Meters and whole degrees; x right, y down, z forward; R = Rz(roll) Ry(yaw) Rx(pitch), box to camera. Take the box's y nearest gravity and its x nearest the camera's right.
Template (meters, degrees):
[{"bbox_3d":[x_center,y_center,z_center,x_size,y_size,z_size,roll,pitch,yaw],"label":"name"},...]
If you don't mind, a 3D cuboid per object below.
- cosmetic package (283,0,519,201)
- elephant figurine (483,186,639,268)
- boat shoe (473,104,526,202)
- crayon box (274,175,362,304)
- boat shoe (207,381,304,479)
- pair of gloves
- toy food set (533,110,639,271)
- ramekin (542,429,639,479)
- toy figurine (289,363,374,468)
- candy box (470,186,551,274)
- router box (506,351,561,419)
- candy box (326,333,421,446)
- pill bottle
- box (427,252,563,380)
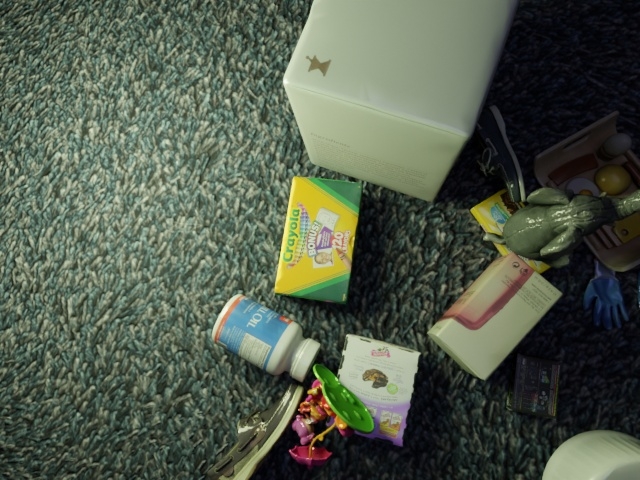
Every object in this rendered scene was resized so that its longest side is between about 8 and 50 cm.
[{"bbox_3d":[0.157,-0.320,0.883,0.327,0.394,0.330,20,83,9],"label":"cosmetic package"},{"bbox_3d":[0.481,-0.044,0.848,0.169,0.239,0.186,40,81,9],"label":"elephant figurine"},{"bbox_3d":[0.400,-0.194,0.982,0.079,0.095,0.255,-17,71,16],"label":"boat shoe"},{"bbox_3d":[0.000,0.000,1.000,0.165,0.081,0.279,7,81,7],"label":"crayon box"},{"bbox_3d":[-0.142,0.422,0.930,0.092,0.103,0.285,35,91,6],"label":"boat shoe"},{"bbox_3d":[0.680,0.122,0.935,0.198,0.023,0.160,8,81,8],"label":"pair of gloves"},{"bbox_3d":[0.650,-0.111,0.938,0.219,0.092,0.306,-29,74,-1],"label":"toy food set"},{"bbox_3d":[0.588,0.522,0.814,0.276,0.135,0.278,-1,79,6],"label":"ramekin"},{"bbox_3d":[-0.006,0.368,0.861,0.159,0.130,0.173,-50,54,8],"label":"toy figurine"},{"bbox_3d":[0.447,-0.015,0.982,0.105,0.027,0.206,-32,78,0],"label":"candy box"},{"bbox_3d":[0.455,0.308,0.916,0.092,0.038,0.123,10,81,8],"label":"router box"},{"bbox_3d":[0.116,0.318,0.935,0.164,0.070,0.197,13,82,9],"label":"candy box"},{"bbox_3d":[-0.116,0.219,0.951,0.221,0.124,0.124,25,83,9],"label":"pill bottle"},{"bbox_3d":[0.354,0.157,0.899,0.127,0.148,0.232,43,86,12],"label":"box"}]
